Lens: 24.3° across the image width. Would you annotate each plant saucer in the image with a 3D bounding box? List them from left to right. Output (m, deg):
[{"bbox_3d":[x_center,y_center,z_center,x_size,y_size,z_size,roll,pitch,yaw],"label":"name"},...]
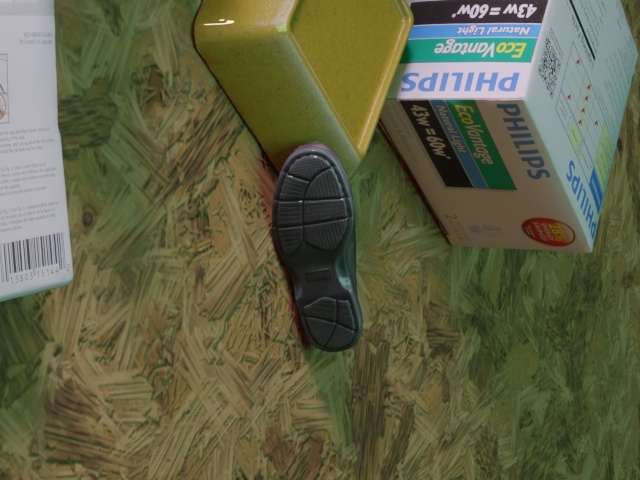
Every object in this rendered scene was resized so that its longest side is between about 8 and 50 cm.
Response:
[{"bbox_3d":[0.007,-0.251,1.727,0.332,0.081,0.332,56,44,-45],"label":"plant saucer"}]

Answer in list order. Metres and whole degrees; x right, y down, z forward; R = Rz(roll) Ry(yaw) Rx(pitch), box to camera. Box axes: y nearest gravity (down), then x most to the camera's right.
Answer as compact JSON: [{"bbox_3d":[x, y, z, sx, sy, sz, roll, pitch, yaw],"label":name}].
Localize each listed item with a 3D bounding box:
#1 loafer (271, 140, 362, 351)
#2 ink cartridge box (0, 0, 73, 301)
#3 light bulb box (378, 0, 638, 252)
[{"bbox_3d":[0.000,0.000,1.735,0.084,0.096,0.267,-78,163,-61],"label":"loafer"},{"bbox_3d":[-0.315,-0.071,1.163,0.296,0.066,0.261,-14,103,-61],"label":"ink cartridge box"},{"bbox_3d":[0.264,-0.227,2.043,0.358,0.225,0.361,55,45,-48],"label":"light bulb box"}]
